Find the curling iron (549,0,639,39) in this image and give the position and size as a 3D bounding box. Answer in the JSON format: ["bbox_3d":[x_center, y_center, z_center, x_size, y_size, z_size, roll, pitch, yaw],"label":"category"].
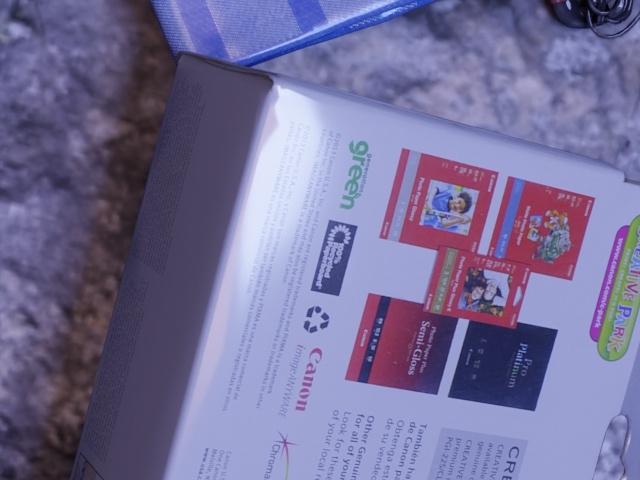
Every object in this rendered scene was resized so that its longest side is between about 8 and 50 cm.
[{"bbox_3d":[0.114,-0.239,0.896,0.068,0.035,0.274,-28,99,-9],"label":"curling iron"}]

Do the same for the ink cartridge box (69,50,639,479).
[{"bbox_3d":[0.031,0.088,0.844,0.272,0.130,0.309,13,96,-27],"label":"ink cartridge box"}]

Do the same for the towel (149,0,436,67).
[{"bbox_3d":[-0.027,-0.243,0.855,0.209,0.034,0.285,-21,93,-12],"label":"towel"}]
